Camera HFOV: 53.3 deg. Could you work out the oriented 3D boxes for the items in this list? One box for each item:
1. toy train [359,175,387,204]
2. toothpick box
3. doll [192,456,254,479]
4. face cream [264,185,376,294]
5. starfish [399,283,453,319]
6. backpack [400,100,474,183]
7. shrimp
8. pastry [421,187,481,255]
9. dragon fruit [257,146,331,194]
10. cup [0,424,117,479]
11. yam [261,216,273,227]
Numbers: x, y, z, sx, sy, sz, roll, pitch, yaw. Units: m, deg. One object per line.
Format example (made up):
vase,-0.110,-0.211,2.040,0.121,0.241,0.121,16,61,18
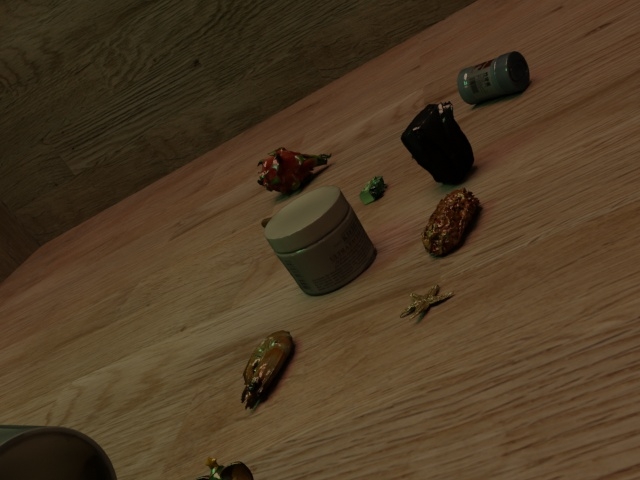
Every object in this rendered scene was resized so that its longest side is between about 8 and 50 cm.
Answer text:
toy train,0.127,-0.124,1.529,0.053,0.033,0.083,-24,22,31
toothpick box,0.440,-0.413,1.631,0.153,0.101,0.101,-7,33,50
doll,-0.103,0.315,0.784,0.078,0.113,0.077,-28,-15,15
face cream,0.000,0.000,1.269,0.177,0.152,0.177,-28,23,13
starfish,0.165,0.097,1.003,0.086,0.016,0.092,-16,21,42
backpack,0.244,-0.195,1.327,0.120,0.165,0.106,-44,30,-19
shrimp,-0.102,0.216,1.086,0.099,0.041,0.180,-23,23,27
pastry,0.233,-0.043,1.152,0.087,0.063,0.169,-18,26,40
dragon fruit,-0.079,-0.219,1.922,0.236,0.135,0.137,-12,17,4
cup,-0.519,0.403,0.928,0.327,0.236,0.323,-13,-5,39
yam,-0.106,-0.054,1.712,0.145,0.032,0.032,-10,30,48
